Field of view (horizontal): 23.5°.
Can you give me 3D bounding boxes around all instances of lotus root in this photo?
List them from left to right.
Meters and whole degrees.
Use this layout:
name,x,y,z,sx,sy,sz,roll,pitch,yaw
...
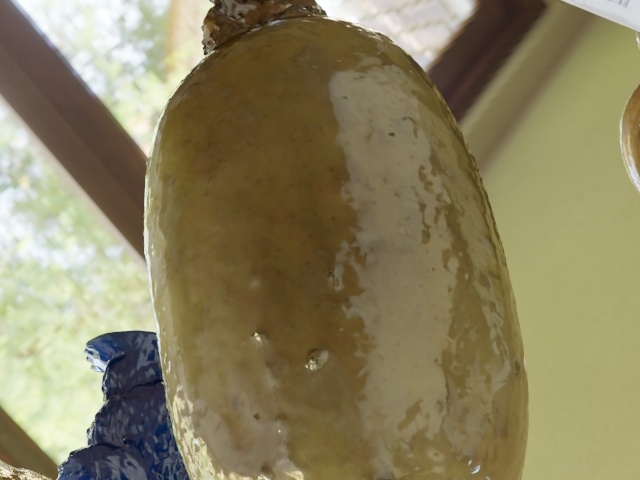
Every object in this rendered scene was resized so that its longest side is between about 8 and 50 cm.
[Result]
name,x,y,z,sx,sy,sz,roll,pitch,yaw
lotus root,0.000,0.000,0.739,0.169,0.151,0.343,-10,-115,-4

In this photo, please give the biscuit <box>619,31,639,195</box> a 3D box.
name,x,y,z,sx,sy,sz,roll,pitch,yaw
biscuit,0.397,-0.154,1.555,0.202,0.289,0.044,-2,-164,-25

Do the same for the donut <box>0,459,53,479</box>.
name,x,y,z,sx,sy,sz,roll,pitch,yaw
donut,-0.189,0.206,0.922,0.152,0.058,0.152,-168,-90,-87

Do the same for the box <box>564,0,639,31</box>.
name,x,y,z,sx,sy,sz,roll,pitch,yaw
box,0.295,-0.212,1.124,0.214,0.353,0.069,-65,178,-47

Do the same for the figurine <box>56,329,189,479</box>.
name,x,y,z,sx,sy,sz,roll,pitch,yaw
figurine,-0.121,0.193,1.190,0.121,0.164,0.262,-31,-122,33
